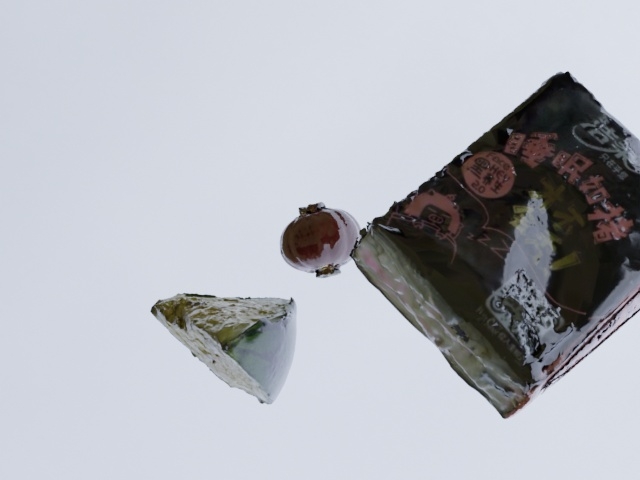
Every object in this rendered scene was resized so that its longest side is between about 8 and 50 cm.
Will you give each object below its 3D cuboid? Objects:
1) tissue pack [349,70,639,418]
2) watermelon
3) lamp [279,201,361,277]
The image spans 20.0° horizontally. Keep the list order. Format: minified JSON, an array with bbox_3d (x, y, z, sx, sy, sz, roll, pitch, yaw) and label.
[{"bbox_3d":[0.218,0.001,1.835,0.332,0.245,0.123,-39,169,-32],"label":"tissue pack"},{"bbox_3d":[-0.098,0.109,1.983,0.301,0.129,0.123,-168,-88,-72],"label":"watermelon"},{"bbox_3d":[0.000,0.000,2.159,0.101,0.101,0.090,-21,-100,46],"label":"lamp"}]
